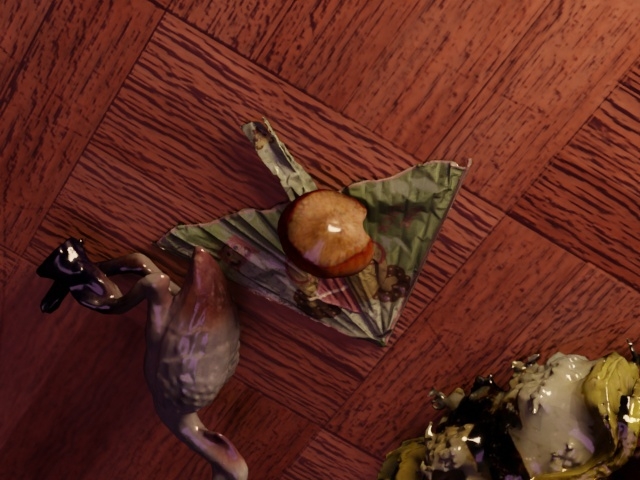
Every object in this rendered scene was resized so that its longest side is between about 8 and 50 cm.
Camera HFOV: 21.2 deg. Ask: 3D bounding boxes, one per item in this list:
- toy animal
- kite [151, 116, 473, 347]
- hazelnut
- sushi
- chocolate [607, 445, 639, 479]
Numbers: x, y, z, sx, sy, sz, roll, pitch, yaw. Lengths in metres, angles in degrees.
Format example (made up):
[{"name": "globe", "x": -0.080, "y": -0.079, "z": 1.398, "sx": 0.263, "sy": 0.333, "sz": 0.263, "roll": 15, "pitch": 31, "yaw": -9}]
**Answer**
[{"name": "toy animal", "x": -0.127, "y": 0.117, "z": 1.591, "sx": 0.195, "sy": 0.090, "sz": 0.324, "roll": -19, "pitch": 111, "yaw": 36}, {"name": "kite", "x": 0.000, "y": 0.000, "z": 1.510, "sx": 0.323, "sy": 0.013, "sz": 0.267, "roll": -12, "pitch": 124, "yaw": 24}, {"name": "hazelnut", "x": 0.005, "y": -0.003, "z": 1.454, "sx": 0.086, "sy": 0.086, "sz": 0.086, "roll": 8, "pitch": 129, "yaw": 10}, {"name": "sushi", "x": 0.171, "y": 0.190, "z": 1.534, "sx": 0.291, "sy": 0.139, "sz": 0.131, "roll": -22, "pitch": 111, "yaw": 32}, {"name": "chocolate", "x": 0.271, "y": 0.319, "z": 1.579, "sx": 0.206, "sy": 0.177, "sz": 0.224, "roll": 18, "pitch": 129, "yaw": 2}]
